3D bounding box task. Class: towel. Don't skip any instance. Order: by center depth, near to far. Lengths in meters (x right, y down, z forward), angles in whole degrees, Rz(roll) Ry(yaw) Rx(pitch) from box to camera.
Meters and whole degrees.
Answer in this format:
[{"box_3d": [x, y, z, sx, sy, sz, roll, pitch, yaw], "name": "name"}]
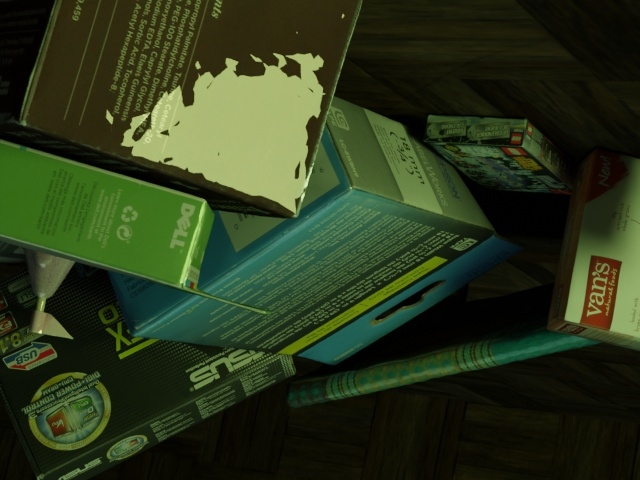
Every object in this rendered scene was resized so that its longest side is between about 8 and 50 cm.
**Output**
[{"box_3d": [0.177, 0.085, 1.679, 0.370, 0.040, 0.271, -15, -176, 31], "name": "towel"}]

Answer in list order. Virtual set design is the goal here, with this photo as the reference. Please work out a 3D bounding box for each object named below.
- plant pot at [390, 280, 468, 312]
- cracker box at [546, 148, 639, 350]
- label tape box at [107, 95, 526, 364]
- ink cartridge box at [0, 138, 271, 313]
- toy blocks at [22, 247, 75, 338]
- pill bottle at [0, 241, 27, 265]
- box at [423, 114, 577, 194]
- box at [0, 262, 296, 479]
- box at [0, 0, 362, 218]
[{"box_3d": [0.042, -0.006, 1.723, 0.237, 0.109, 0.237, 12, 168, 3], "name": "plant pot"}, {"box_3d": [0.326, 0.025, 1.458, 0.232, 0.155, 0.067, 12, 168, -4], "name": "cracker box"}, {"box_3d": [0.000, 0.000, 1.494, 0.241, 0.106, 0.334, -33, 158, 22], "name": "label tape box"}, {"box_3d": [-0.127, -0.008, 1.115, 0.209, 0.062, 0.109, 16, 176, 1], "name": "ink cartridge box"}, {"box_3d": [-0.306, -0.081, 1.345, 0.289, 0.260, 0.309, 15, 168, -10], "name": "toy blocks"}, {"box_3d": [-0.381, -0.066, 1.626, 0.161, 0.161, 0.283, 2, 176, 41], "name": "pill bottle"}, {"box_3d": [0.161, -0.074, 1.475, 0.094, 0.027, 0.137, 4, 166, 30], "name": "box"}, {"box_3d": [-0.191, 0.096, 1.665, 0.270, 0.216, 0.060, -26, 152, -7], "name": "box"}, {"box_3d": [-0.113, -0.124, 1.121, 0.203, 0.167, 0.168, 19, 174, -28], "name": "box"}]
